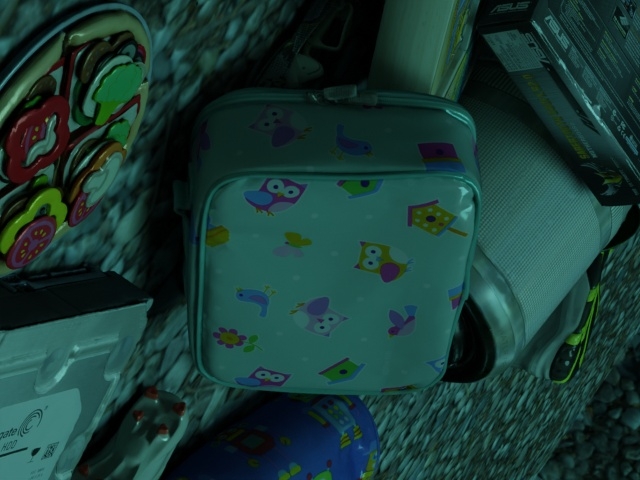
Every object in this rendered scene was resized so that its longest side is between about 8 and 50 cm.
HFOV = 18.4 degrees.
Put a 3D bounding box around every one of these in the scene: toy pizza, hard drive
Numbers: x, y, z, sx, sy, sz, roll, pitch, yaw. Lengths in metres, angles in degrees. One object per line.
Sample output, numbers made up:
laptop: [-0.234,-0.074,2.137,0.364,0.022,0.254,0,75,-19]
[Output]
toy pizza: [-0.163,-0.056,1.239,0.201,0.032,0.201,-49,160,-25]
hard drive: [-0.254,0.180,1.345,0.339,0.064,0.237,-63,161,14]

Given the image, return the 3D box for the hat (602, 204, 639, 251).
hat: [0.280,-0.110,2.074,0.208,0.173,0.183,-25,141,-39]

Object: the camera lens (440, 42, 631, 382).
camera lens: [0.139,-0.026,1.764,0.274,0.219,0.219,-48,160,-27]

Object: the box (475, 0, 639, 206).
box: [0.232,-0.170,1.650,0.231,0.056,0.183,49,50,-37]

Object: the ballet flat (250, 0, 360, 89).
ballet flat: [-0.007,-0.145,1.483,0.114,0.041,0.041,-55,162,-7]

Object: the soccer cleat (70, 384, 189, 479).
soccer cleat: [-0.170,0.197,1.586,0.196,0.068,0.076,-46,162,-39]

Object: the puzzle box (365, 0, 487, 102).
puzzle box: [0.110,-0.232,1.508,0.409,0.052,0.272,103,11,-47]

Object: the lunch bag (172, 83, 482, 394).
lunch bag: [0.000,0.000,1.479,0.279,0.224,0.108,97,-5,-49]

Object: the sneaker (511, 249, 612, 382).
sneaker: [0.267,-0.032,2.241,0.145,0.147,0.384,82,25,-59]

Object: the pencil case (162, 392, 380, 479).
pencil case: [-0.065,0.240,1.829,0.306,0.119,0.133,-33,128,-51]
